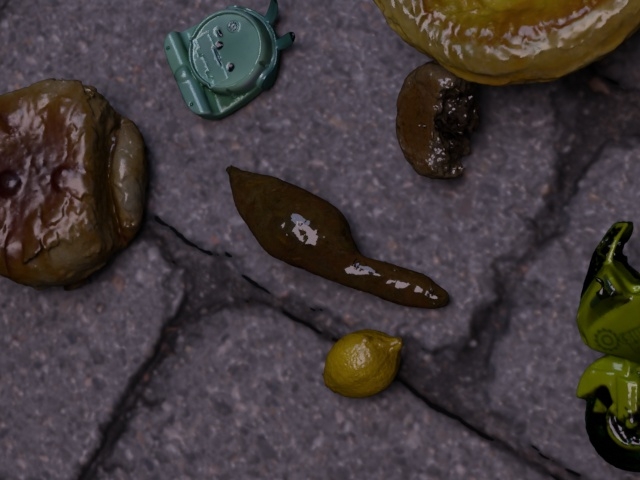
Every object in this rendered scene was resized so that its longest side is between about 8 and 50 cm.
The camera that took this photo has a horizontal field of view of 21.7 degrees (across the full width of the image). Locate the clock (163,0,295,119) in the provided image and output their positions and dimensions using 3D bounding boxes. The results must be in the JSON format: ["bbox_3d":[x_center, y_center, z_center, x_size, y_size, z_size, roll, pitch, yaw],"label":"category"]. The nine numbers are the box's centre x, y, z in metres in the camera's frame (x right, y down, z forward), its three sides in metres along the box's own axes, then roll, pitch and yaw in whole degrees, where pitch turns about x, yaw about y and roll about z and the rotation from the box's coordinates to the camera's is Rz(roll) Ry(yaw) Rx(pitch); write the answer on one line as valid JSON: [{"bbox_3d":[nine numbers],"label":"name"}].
[{"bbox_3d":[-0.087,-0.192,1.697,0.135,0.041,0.101,-30,72,15],"label":"clock"}]

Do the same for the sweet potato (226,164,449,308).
[{"bbox_3d":[0.001,0.002,1.616,0.269,0.075,0.075,31,94,19],"label":"sweet potato"}]

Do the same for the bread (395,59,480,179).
[{"bbox_3d":[0.112,-0.119,1.588,0.082,0.060,0.113,38,129,49],"label":"bread"}]

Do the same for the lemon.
[{"bbox_3d":[0.042,0.115,1.585,0.092,0.065,0.065,-34,71,23],"label":"lemon"}]

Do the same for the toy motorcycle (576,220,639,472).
[{"bbox_3d":[0.358,0.049,1.435,0.342,0.142,0.206,-28,90,20],"label":"toy motorcycle"}]

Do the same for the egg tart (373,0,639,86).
[{"bbox_3d":[0.193,-0.280,1.555,0.318,0.128,0.319,-4,78,20],"label":"egg tart"}]

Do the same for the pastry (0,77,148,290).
[{"bbox_3d":[-0.290,-0.063,1.727,0.229,0.100,0.219,16,88,22],"label":"pastry"}]
